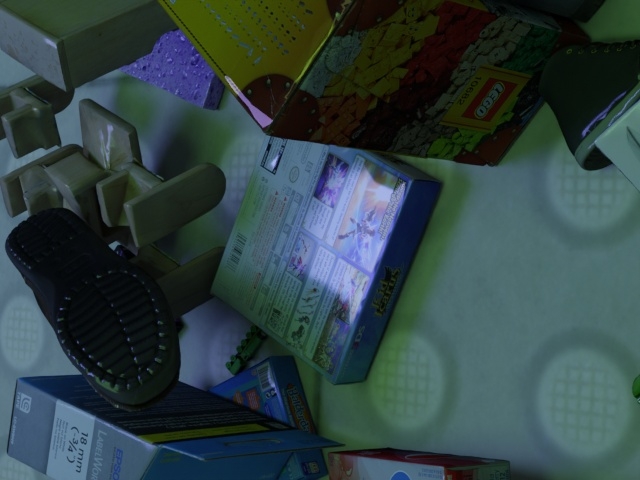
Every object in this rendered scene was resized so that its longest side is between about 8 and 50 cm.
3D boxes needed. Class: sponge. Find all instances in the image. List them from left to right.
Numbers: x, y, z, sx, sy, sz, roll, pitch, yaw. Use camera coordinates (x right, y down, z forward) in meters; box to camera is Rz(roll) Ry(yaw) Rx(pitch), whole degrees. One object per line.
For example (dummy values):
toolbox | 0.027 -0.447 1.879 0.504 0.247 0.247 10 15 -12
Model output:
sponge | -0.203 -0.265 1.881 0.210 0.031 0.117 27 106 39

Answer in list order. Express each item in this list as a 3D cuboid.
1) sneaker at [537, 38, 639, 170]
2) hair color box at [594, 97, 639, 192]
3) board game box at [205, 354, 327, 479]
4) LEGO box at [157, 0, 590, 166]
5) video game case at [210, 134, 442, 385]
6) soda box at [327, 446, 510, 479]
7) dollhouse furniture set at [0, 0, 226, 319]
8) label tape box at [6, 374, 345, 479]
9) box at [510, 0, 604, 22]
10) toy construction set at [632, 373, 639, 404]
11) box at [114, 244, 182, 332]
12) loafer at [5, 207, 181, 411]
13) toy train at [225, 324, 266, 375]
sneaker | 0.310 -0.185 1.382 0.222 0.083 0.118 -47 58 30
hair color box | 0.434 -0.139 1.216 0.185 0.110 0.339 48 120 4
board game box | -0.099 0.258 1.753 0.210 0.047 0.160 -29 70 36
LEGO box | -0.012 -0.320 1.484 0.500 0.372 0.193 51 120 30
video game case | 0.000 0.000 1.667 0.244 0.061 0.269 34 110 39
soda box | 0.102 0.278 1.490 0.263 0.083 0.092 -11 80 63
dollhouse furniture set | -0.249 -0.161 1.808 0.362 0.256 0.394 32 141 39
label tape box | -0.177 0.250 1.628 0.333 0.240 0.106 16 98 41
box | 0.180 -0.331 1.439 0.056 0.183 0.231 -54 55 27
toy construction set | 0.281 0.268 1.284 0.257 0.237 0.309 27 106 39
box | -0.268 0.101 1.925 0.116 0.029 0.162 -53 55 27
loafer | -0.262 0.091 1.674 0.366 0.134 0.130 48 164 46
toy train | -0.096 0.142 1.777 0.024 0.017 0.083 46 118 22
